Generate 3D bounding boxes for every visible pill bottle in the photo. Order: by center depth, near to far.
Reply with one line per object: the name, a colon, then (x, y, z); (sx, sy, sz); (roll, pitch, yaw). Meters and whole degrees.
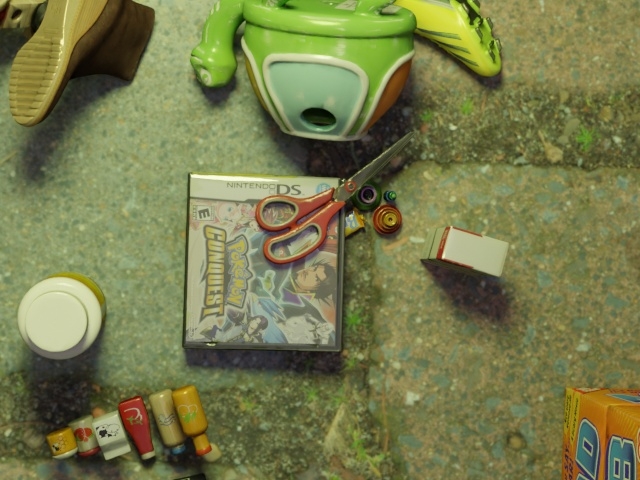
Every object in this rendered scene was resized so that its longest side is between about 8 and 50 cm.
pill bottle: (-0.374, 0.108, 1.568); (0.117, 0.215, 0.117); (0, 91, -9)

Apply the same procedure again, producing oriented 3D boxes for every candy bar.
candy bar: (0.000, 0.000, 1.721); (0.161, 0.018, 0.040); (-32, 96, -6)

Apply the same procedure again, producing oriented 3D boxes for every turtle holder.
turtle holder: (-0.021, -0.272, 1.601); (0.320, 0.243, 0.227); (-2, 112, -15)

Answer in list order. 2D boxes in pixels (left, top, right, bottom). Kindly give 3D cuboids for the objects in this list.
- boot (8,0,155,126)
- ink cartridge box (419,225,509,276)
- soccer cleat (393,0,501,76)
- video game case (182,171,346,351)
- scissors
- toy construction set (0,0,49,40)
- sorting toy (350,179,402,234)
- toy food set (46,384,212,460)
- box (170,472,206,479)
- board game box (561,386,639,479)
boot: (-0.336, -0.261, 1.574); (0.090, 0.207, 0.248); (18, 88, 28)
ink cartridge box: (0.224, 0.018, 1.695); (0.099, 0.135, 0.056); (17, 86, -9)
soccer cleat: (0.172, -0.361, 1.713); (0.289, 0.093, 0.121); (43, 123, -16)
video game case: (-0.087, 0.034, 1.683); (0.248, 0.035, 0.275); (2, 87, -5)
scissors: (0.037, -0.064, 1.673); (0.297, 0.021, 0.109); (-25, 88, -7)
toy construction set: (-0.484, -0.404, 1.559); (0.237, 0.257, 0.309); (-17, 117, -50)
sorting toy: (0.096, -0.057, 1.720); (0.061, 0.042, 0.102); (-42, 97, -5)
toy food set: (-0.287, 0.302, 1.639); (0.232, 0.111, 0.104); (-19, 94, -10)
box: (-0.292, 0.482, 1.553); (0.294, 0.296, 0.183); (-9, 93, -7)
board game box: (0.596, 0.430, 1.650); (0.356, 0.356, 0.356); (2, 92, -9)
